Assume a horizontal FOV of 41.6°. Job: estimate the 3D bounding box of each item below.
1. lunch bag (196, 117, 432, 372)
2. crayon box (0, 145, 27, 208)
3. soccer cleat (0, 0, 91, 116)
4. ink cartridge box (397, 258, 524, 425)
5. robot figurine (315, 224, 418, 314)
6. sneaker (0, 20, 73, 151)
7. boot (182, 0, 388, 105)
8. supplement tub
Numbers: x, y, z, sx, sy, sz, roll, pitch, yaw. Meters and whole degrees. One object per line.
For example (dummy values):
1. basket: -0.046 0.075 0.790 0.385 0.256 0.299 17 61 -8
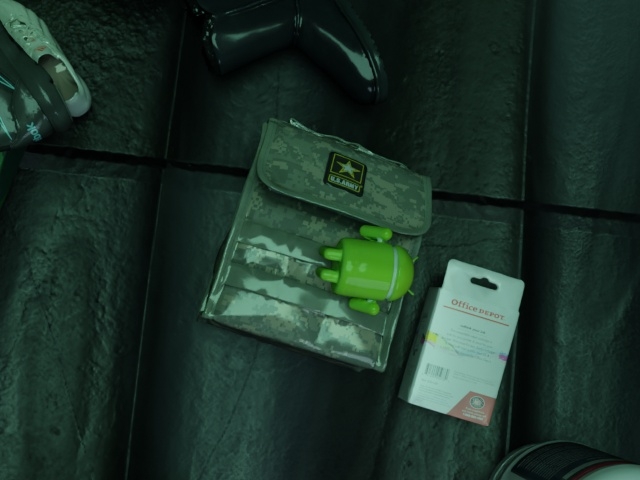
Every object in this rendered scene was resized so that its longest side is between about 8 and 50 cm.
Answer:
1. lunch bag: 0.000 0.000 1.070 0.235 0.169 0.286 19 78 -8
2. crayon box: -0.508 -0.032 1.013 0.203 0.083 0.322 16 69 -5
3. soccer cleat: -0.368 -0.245 1.091 0.068 0.076 0.196 -41 90 -9
4. ink cartridge box: 0.190 0.134 1.129 0.115 0.067 0.198 18 84 -5
5. robot figurine: 0.054 0.033 0.959 0.115 0.067 0.101 8 91 -11
6. sneaker: -0.410 -0.218 1.007 0.106 0.101 0.267 -36 74 -14
7. boot: -0.049 -0.256 1.120 0.207 0.094 0.246 -25 81 -12
8. supplement tub: 0.321 0.349 1.021 0.191 0.272 0.191 1 85 -7
